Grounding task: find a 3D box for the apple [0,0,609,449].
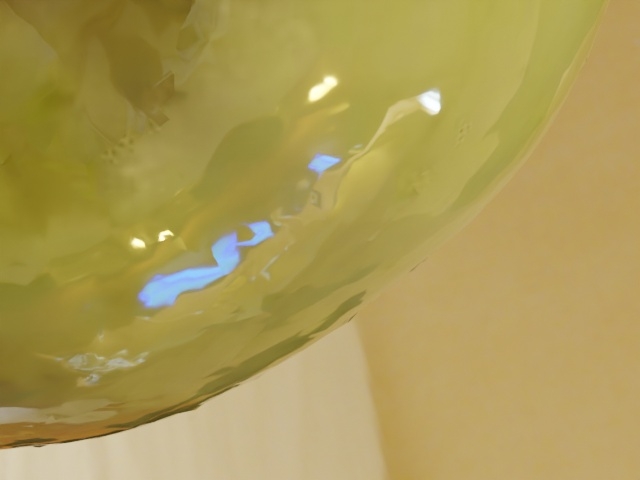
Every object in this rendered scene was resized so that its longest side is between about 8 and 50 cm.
[{"bbox_3d":[-0.075,-0.100,0.415,0.292,0.292,0.254,64,15,-17],"label":"apple"}]
